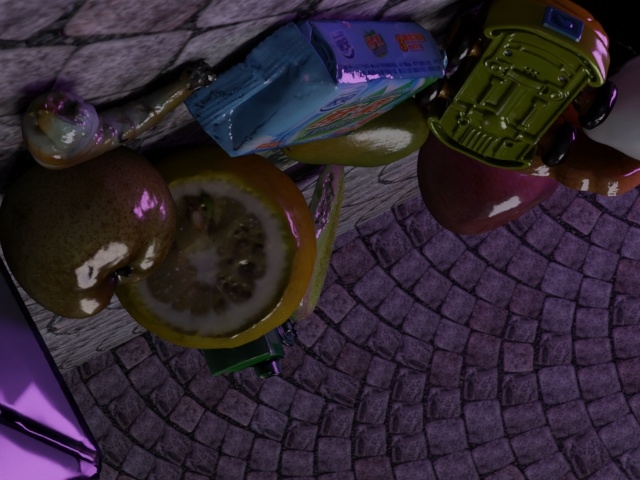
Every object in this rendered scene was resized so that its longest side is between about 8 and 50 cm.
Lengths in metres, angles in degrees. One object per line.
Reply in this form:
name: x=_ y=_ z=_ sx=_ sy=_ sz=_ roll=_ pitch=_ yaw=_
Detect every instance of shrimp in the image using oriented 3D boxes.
shrimp: x=-0.160 y=-0.108 z=0.733 sx=0.166 sy=0.049 sz=0.161 roll=-27 pitch=178 yaw=-8

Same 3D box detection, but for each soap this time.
soap: x=0.012 y=-0.158 z=0.908 sx=0.156 sy=0.077 sz=0.293 roll=-29 pitch=175 yaw=35

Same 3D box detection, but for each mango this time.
mango: x=0.047 y=-0.138 z=1.129 sx=0.191 sy=0.085 sz=0.122 roll=-9 pitch=168 yaw=-14

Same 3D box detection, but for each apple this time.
apple: x=0.329 y=-0.150 z=1.767 sx=0.306 sy=0.235 sz=0.306 roll=-26 pitch=172 yaw=-4

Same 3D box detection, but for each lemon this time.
lemon: x=-0.124 y=0.004 z=1.049 sx=0.241 sy=0.240 sz=0.219 roll=-26 pitch=-173 yaw=2

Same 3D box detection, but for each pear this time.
pear: x=-0.216 y=-0.014 z=0.846 sx=0.167 sy=0.136 sz=0.167 roll=-36 pitch=160 yaw=-16

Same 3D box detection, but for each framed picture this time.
framed picture: x=-0.088 y=-0.109 z=1.302 sx=0.173 sy=0.010 sz=0.231 roll=-28 pitch=175 yaw=15

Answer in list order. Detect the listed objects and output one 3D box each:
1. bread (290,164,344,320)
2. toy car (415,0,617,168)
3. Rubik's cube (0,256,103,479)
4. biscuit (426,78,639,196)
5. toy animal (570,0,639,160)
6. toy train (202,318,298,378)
bread: x=-0.001 y=0.004 z=1.555 sx=0.045 sy=0.301 sz=0.301 roll=14 pitch=178 yaw=5
toy car: x=0.234 y=-0.200 z=1.059 sx=0.248 sy=0.200 sz=0.142 roll=-53 pitch=-167 yaw=57
Rubik's cube: x=-0.431 y=0.176 z=0.763 sx=0.305 sy=0.306 sz=0.310 roll=-29 pitch=175 yaw=27
biscuit: x=0.304 y=-0.157 z=1.270 sx=0.202 sy=0.334 sz=0.047 roll=-26 pitch=137 yaw=-32
toy animal: x=0.403 y=-0.228 z=1.158 sx=0.213 sy=0.266 sz=0.212 roll=-27 pitch=180 yaw=0
toy train: x=-0.146 y=0.089 z=1.489 sx=0.120 sy=0.300 sz=0.202 roll=-23 pitch=167 yaw=11
